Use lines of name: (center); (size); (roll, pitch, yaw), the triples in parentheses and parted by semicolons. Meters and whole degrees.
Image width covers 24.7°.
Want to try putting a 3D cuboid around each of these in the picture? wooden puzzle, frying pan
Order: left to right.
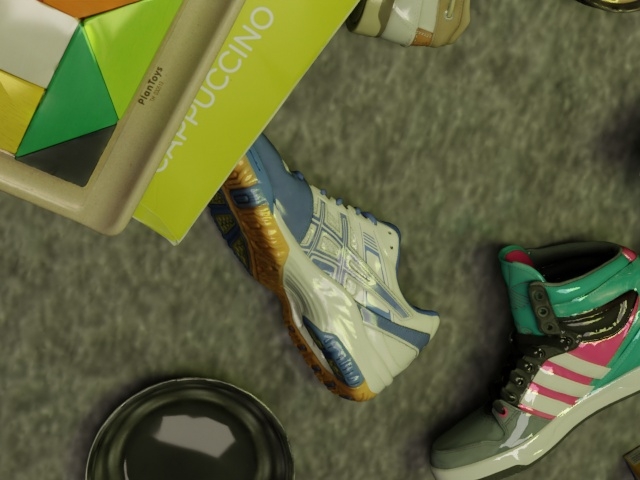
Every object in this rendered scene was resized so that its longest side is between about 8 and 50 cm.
wooden puzzle: (-0.193, -0.134, 0.940); (0.239, 0.044, 0.221); (25, 110, -15)
frying pan: (-0.088, 0.272, 1.405); (0.197, 0.053, 0.326); (-34, 106, -1)

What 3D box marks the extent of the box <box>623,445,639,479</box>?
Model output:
box: (0.359, 0.281, 1.485); (0.028, 0.081, 0.136); (-28, 107, -3)

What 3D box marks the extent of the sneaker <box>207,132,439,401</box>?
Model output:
sneaker: (0.000, 0.000, 1.348); (0.131, 0.112, 0.296); (-37, 110, -19)

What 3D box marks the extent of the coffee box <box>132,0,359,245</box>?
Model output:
coffee box: (-0.149, -0.262, 1.096); (0.338, 0.334, 0.337); (34, 105, -17)

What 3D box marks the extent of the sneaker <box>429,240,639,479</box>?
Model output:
sneaker: (0.200, 0.098, 1.388); (0.296, 0.124, 0.178); (-33, 104, 2)

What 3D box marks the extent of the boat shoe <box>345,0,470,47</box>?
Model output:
boat shoe: (0.112, -0.317, 1.281); (0.103, 0.113, 0.302); (12, 111, -15)

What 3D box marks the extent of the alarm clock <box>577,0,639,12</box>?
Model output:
alarm clock: (0.284, -0.262, 1.346); (0.129, 0.064, 0.192); (-43, 105, 1)
